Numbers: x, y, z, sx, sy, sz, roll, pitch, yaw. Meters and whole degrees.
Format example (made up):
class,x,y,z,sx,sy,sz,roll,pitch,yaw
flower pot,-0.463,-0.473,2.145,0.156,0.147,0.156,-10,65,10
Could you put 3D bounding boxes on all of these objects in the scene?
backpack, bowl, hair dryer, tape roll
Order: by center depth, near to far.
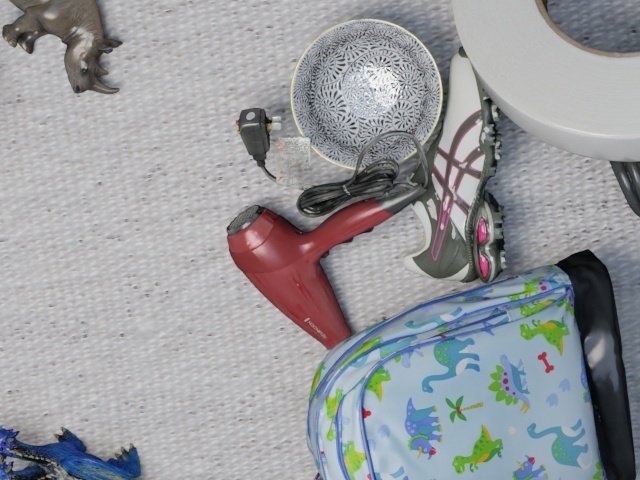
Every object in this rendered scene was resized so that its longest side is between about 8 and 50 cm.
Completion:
class,x,y,z,sx,sy,sz,roll,pitch,yaw
tape roll,0.333,-0.275,1.821,0.392,0.072,0.392,-6,69,15
backpack,0.159,0.187,1.868,0.356,0.273,0.290,-7,100,4
hair dryer,0.000,0.000,1.915,0.224,0.080,0.293,13,126,17
bowl,0.055,-0.167,1.929,0.170,0.080,0.170,1,98,6

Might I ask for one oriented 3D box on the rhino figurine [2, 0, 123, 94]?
class,x,y,z,sx,sy,sz,roll,pitch,yaw
rhino figurine,-0.312,-0.261,1.943,0.106,0.073,0.243,-41,95,9

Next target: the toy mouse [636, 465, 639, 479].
class,x,y,z,sx,sy,sz,roll,pitch,yaw
toy mouse,0.312,0.325,2.000,0.143,0.031,0.161,20,97,0

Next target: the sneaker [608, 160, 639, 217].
class,x,y,z,sx,sy,sz,roll,pitch,yaw
sneaker,0.383,-0.156,1.896,0.147,0.104,0.295,-9,86,32

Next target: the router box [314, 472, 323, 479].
class,x,y,z,sx,sy,sz,roll,pitch,yaw
router box,0.101,0.278,1.997,0.179,0.046,0.133,33,97,-2

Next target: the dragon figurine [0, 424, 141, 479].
class,x,y,z,sx,sy,sz,roll,pitch,yaw
dragon figurine,-0.263,0.282,1.967,0.289,0.144,0.085,21,98,0

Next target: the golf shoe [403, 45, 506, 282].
class,x,y,z,sx,sy,sz,roll,pitch,yaw
golf shoe,0.149,-0.085,1.927,0.120,0.105,0.272,-1,97,8
